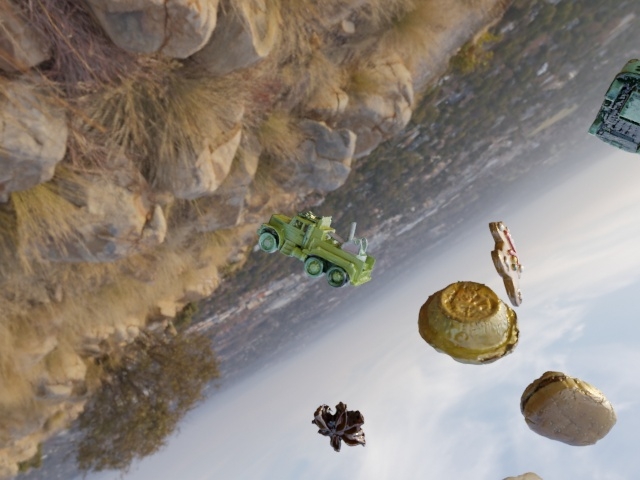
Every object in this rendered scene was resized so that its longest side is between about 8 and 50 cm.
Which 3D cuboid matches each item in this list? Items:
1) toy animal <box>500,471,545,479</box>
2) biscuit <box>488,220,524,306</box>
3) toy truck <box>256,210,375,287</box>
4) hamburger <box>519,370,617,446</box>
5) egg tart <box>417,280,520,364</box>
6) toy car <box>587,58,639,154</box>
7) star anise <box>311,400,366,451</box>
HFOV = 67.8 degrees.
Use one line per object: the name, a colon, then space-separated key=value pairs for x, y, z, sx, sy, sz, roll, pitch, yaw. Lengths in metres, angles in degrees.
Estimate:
toy animal: x=0.504 y=0.800 z=1.369 sx=0.357 sy=0.258 sz=0.194 roll=-45 pitch=-154 yaw=-1
biscuit: x=0.587 y=0.040 z=1.494 sx=0.047 sy=0.216 sz=0.340 roll=-19 pitch=-163 yaw=29
toy truck: x=-0.004 y=0.002 z=1.060 sx=0.128 sy=0.259 sz=0.135 roll=-8 pitch=118 yaw=-64
hamburger: x=0.847 y=0.586 z=1.631 sx=0.145 sy=0.283 sz=0.260 roll=-81 pitch=-170 yaw=-67
egg tart: x=0.400 y=0.207 z=1.291 sx=0.288 sy=0.288 sz=0.119 roll=-27 pitch=130 yaw=-22
toy car: x=0.681 y=-0.288 z=1.011 sx=0.125 sy=0.136 sz=0.306 roll=-58 pitch=157 yaw=2
star anise: x=0.062 y=0.654 z=1.700 sx=0.189 sy=0.126 sz=0.220 roll=-5 pitch=124 yaw=1
